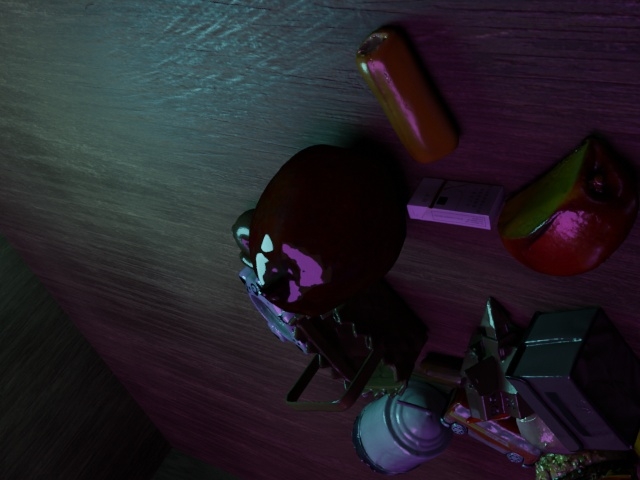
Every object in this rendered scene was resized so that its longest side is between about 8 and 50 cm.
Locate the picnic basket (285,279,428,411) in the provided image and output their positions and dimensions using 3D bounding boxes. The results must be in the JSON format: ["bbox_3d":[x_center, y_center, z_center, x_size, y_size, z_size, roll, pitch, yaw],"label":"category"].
[{"bbox_3d":[0.063,0.264,1.582,0.291,0.321,0.254,48,148,-17],"label":"picnic basket"}]

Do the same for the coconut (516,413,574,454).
[{"bbox_3d":[0.523,0.405,1.503,0.161,0.162,0.161,23,146,17],"label":"coconut"}]

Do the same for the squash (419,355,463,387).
[{"bbox_3d":[0.348,0.330,1.647,0.228,0.066,0.066,4,137,35],"label":"squash"}]

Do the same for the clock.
[{"bbox_3d":[-0.106,0.173,1.762,0.248,0.090,0.227,55,161,-18],"label":"clock"}]

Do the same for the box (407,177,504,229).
[{"bbox_3d":[0.244,-0.068,1.207,0.154,0.084,0.040,10,141,30],"label":"box"}]

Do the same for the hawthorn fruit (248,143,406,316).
[{"bbox_3d":[0.013,-0.012,1.278,0.308,0.325,0.308,10,163,3],"label":"hawthorn fruit"}]

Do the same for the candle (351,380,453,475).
[{"bbox_3d":[0.236,0.513,1.837,0.221,0.221,0.342,34,146,-1],"label":"candle"}]

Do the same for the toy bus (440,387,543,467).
[{"bbox_3d":[0.447,0.455,1.681,0.265,0.121,0.120,28,137,9],"label":"toy bus"}]

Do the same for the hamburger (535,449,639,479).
[{"bbox_3d":[0.628,0.550,1.581,0.243,0.139,0.261,-24,145,18],"label":"hamburger"}]

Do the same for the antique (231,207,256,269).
[{"bbox_3d":[-0.093,0.005,1.563,0.256,0.121,0.144,20,136,33],"label":"antique"}]

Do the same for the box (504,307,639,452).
[{"bbox_3d":[0.522,0.279,1.330,0.252,0.188,0.153,49,146,-18],"label":"box"}]

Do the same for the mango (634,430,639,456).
[{"bbox_3d":[0.731,0.436,1.445,0.163,0.089,0.117,48,154,0],"label":"mango"}]

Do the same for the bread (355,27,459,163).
[{"bbox_3d":[0.139,-0.230,1.100,0.092,0.074,0.239,-2,133,49],"label":"bread"}]

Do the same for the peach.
[{"bbox_3d":[0.390,-0.018,1.084,0.158,0.154,0.267,36,146,-7],"label":"peach"}]

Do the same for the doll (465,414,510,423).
[{"bbox_3d":[0.436,0.392,1.593,0.057,0.169,0.109,-118,31,-41],"label":"doll"}]

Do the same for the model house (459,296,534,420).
[{"bbox_3d":[0.372,0.244,1.440,0.180,0.176,0.248,8,116,62],"label":"model house"}]
